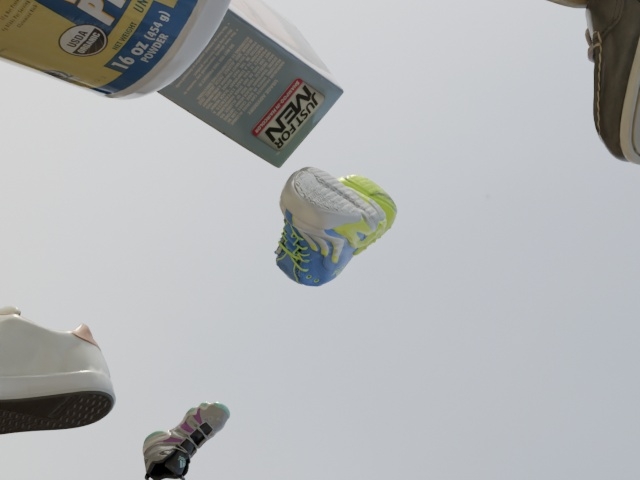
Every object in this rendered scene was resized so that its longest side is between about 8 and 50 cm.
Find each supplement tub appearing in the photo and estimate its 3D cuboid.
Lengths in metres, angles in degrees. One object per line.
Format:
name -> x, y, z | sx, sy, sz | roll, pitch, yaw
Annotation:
supplement tub -> -0.150, -0.158, 0.586 | 0.144, 0.200, 0.144 | -19, -117, 45

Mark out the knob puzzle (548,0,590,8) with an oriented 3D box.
knob puzzle -> 0.166, -0.246, 1.072 | 0.213, 0.213, 0.030 | 52, -52, 27

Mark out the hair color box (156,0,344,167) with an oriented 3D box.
hair color box -> -0.167, -0.238, 1.251 | 0.113, 0.374, 0.185 | -48, -144, 14

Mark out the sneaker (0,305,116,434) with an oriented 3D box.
sneaker -> -0.357, 0.130, 1.257 | 0.106, 0.290, 0.123 | -58, -139, 41

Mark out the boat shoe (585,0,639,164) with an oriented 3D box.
boat shoe -> 0.272, -0.215, 1.049 | 0.096, 0.112, 0.335 | 7, -109, 39

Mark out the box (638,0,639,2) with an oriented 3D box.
box -> 0.243, -0.226, 0.755 | 0.186, 0.145, 0.038 | -52, -149, 15

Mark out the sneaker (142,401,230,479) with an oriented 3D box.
sneaker -> -0.126, 0.198, 1.189 | 0.098, 0.038, 0.069 | -35, -151, 16

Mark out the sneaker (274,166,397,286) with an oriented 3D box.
sneaker -> 0.000, 0.000, 1.246 | 0.091, 0.240, 0.126 | 42, -76, 16
